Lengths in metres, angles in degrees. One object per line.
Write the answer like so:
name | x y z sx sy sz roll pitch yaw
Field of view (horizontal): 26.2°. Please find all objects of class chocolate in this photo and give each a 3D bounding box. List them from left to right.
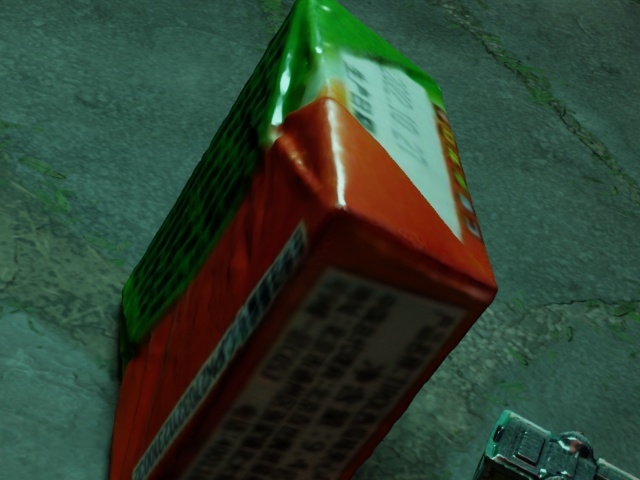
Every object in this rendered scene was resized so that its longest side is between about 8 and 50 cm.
chocolate | -0.028 0.034 1.100 0.161 0.360 0.341 23 31 -20

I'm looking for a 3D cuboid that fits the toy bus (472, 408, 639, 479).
toy bus | 0.246 0.242 1.142 0.261 0.109 0.091 28 32 9
